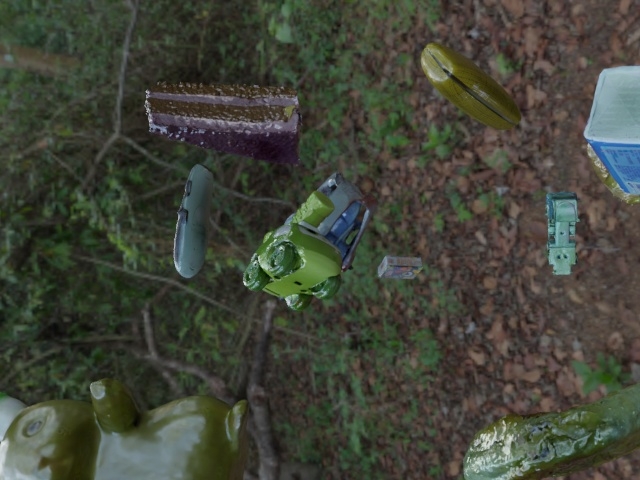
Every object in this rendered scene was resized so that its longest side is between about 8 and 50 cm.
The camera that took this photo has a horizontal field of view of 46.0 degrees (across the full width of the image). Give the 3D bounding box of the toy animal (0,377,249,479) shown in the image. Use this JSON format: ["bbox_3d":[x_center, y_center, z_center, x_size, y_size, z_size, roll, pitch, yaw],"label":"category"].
[{"bbox_3d":[-0.252,0.241,0.804,0.180,0.363,0.181,136,142,-71],"label":"toy animal"}]

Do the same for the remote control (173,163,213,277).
[{"bbox_3d":[-0.270,-0.045,1.634,0.045,0.097,0.256,-3,73,26],"label":"remote control"}]

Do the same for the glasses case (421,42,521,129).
[{"bbox_3d":[0.224,-0.218,1.099,0.064,0.234,0.079,-44,56,22],"label":"glasses case"}]

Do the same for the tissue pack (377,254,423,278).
[{"bbox_3d":[0.173,0.058,1.643,0.063,0.083,0.035,120,151,-59],"label":"tissue pack"}]

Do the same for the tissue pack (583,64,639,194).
[{"bbox_3d":[0.574,-0.173,1.239,0.198,0.263,0.146,9,78,36],"label":"tissue pack"}]

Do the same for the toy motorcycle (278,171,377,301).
[{"bbox_3d":[-0.020,-0.012,1.746,0.182,0.241,0.319,28,78,33],"label":"toy motorcycle"}]

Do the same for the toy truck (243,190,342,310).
[{"bbox_3d":[-0.049,0.025,1.436,0.187,0.148,0.210,-41,35,35],"label":"toy truck"}]

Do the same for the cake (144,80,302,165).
[{"bbox_3d":[-0.154,-0.217,1.311,0.113,0.295,0.116,121,150,-50],"label":"cake"}]

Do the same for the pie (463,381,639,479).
[{"bbox_3d":[0.290,0.225,0.846,0.277,0.277,0.078,123,136,-56],"label":"pie"}]

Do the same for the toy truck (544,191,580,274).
[{"bbox_3d":[0.501,-0.010,1.557,0.081,0.067,0.175,-53,-40,-72],"label":"toy truck"}]

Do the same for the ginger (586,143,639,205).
[{"bbox_3d":[0.661,-0.158,1.636,0.216,0.157,0.102,48,132,-9],"label":"ginger"}]
